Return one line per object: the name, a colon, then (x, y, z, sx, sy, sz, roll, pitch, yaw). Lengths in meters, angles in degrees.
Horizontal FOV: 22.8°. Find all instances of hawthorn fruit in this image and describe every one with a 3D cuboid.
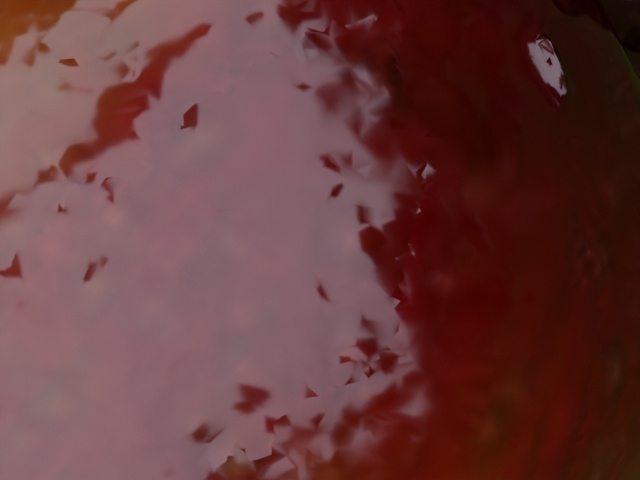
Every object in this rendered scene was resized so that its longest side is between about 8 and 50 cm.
hawthorn fruit: (0.000, 0.000, 0.459, 0.369, 0.285, 0.284, -34, 68, 21)
